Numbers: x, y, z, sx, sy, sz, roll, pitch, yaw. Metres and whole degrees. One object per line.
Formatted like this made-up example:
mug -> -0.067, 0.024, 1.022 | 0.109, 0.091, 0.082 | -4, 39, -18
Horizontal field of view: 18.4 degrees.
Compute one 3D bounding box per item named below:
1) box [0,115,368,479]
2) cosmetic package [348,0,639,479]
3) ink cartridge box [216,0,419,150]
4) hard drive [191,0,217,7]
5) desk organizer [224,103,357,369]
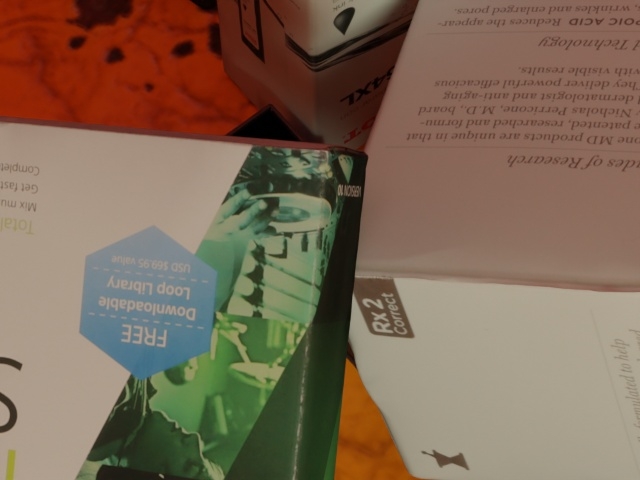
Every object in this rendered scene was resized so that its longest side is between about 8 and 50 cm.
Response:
box -> -0.111, 0.112, 0.781 | 0.232, 0.058, 0.322 | 6, 93, 20
cosmetic package -> 0.111, -0.006, 0.847 | 0.151, 0.151, 0.183 | 2, 51, 24
ink cartridge box -> 0.029, -0.142, 0.927 | 0.148, 0.203, 0.086 | -36, 69, -14
hard drive -> -0.091, -0.183, 0.989 | 0.094, 0.135, 0.022 | 36, 70, 18
desk organizer -> 0.000, 0.000, 0.940 | 0.047, 0.050, 0.130 | -36, 67, -15
